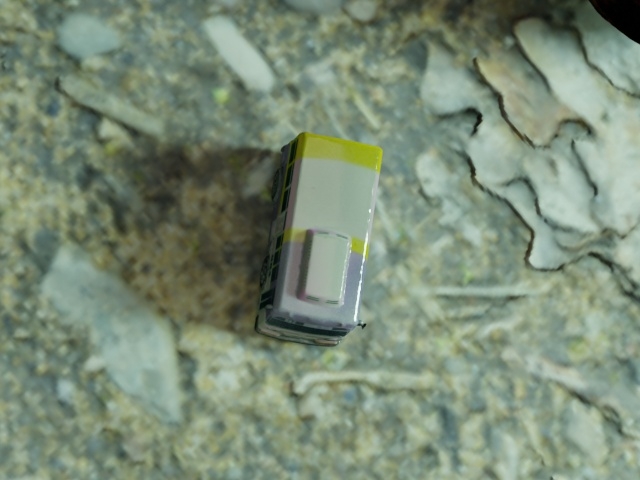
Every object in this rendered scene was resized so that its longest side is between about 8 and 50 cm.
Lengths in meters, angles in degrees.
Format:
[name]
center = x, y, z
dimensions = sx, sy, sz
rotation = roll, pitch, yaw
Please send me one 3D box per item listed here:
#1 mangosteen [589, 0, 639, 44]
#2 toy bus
[mangosteen]
center = 0.199, -0.203, 0.926
dimensions = 0.192, 0.192, 0.217
rotation = -25, 49, -16
[toy bus]
center = 0.000, 0.000, 0.892
dimensions = 0.052, 0.058, 0.102
rotation = 11, 78, -11
